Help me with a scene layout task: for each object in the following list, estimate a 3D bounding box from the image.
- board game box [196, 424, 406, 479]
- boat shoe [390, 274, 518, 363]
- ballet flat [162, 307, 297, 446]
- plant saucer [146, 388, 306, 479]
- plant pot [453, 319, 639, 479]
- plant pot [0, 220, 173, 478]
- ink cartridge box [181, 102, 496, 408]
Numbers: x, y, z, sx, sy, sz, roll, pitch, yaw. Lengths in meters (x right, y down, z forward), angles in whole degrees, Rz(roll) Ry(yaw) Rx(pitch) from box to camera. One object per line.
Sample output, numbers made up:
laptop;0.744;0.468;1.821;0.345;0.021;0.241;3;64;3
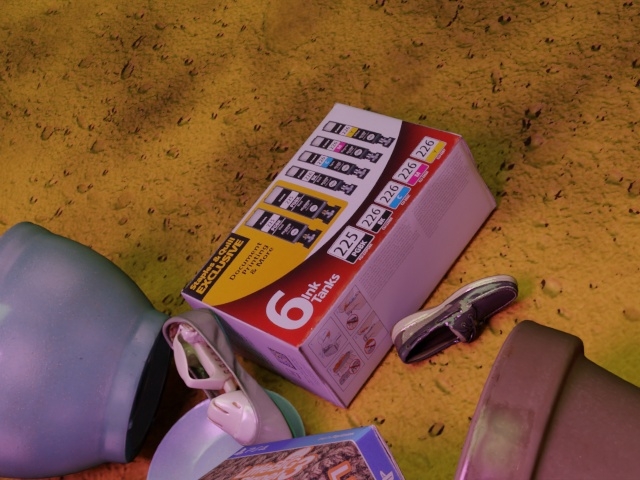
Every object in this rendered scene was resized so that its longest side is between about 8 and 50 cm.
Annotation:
board game box;-0.081;0.301;1.003;0.291;0.141;0.232;-31;5;-36
boat shoe;0.149;0.089;1.266;0.152;0.056;0.049;-30;47;18
ballet flat;-0.104;0.161;1.247;0.068;0.072;0.213;-9;50;-40
plant saucer;-0.097;0.252;1.274;0.195;0.037;0.195;-17;45;18
plant pot;0.241;0.217;0.971;0.229;0.263;0.263;14;59;20
plant pot;-0.281;0.145;1.332;0.196;0.293;0.293;16;56;4
ink cartridge box;0.000;0.000;1.376;0.272;0.130;0.309;20;65;42
